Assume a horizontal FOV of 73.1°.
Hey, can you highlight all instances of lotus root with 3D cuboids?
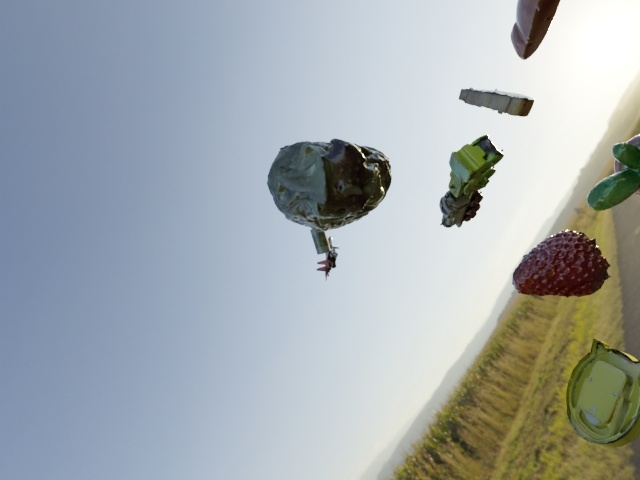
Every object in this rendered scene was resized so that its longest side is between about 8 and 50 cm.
[{"bbox_3d":[0.699,-0.549,1.688,0.170,0.261,0.074,-23,-50,-40],"label":"lotus root"}]

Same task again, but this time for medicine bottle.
[{"bbox_3d":[0.000,0.000,1.364,0.047,0.083,0.047,-16,-4,-1],"label":"medicine bottle"}]

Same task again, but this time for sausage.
[{"bbox_3d":[0.577,-0.611,1.160,0.094,0.097,0.348,-18,-15,13],"label":"sausage"}]

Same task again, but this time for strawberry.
[{"bbox_3d":[0.670,0.081,1.241,0.245,0.205,0.205,-20,-30,3],"label":"strawberry"}]

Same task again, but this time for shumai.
[{"bbox_3d":[0.026,-0.099,0.835,0.218,0.256,0.188,-121,28,-76],"label":"shumai"}]

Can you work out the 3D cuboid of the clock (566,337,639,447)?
[{"bbox_3d":[0.850,0.456,1.267,0.277,0.071,0.293,-96,29,-79],"label":"clock"}]

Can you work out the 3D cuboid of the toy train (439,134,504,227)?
[{"bbox_3d":[0.245,-0.086,0.735,0.085,0.053,0.249,-31,-22,-3],"label":"toy train"}]

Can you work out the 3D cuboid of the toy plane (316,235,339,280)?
[{"bbox_3d":[0.034,0.046,1.496,0.189,0.061,0.130,-70,-11,-49],"label":"toy plane"}]

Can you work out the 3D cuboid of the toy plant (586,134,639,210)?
[{"bbox_3d":[1.040,-0.238,1.336,0.356,0.210,0.317,-21,-6,-27],"label":"toy plant"}]
